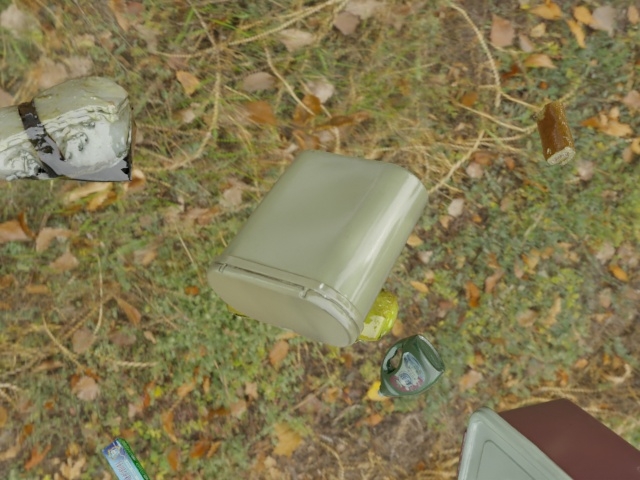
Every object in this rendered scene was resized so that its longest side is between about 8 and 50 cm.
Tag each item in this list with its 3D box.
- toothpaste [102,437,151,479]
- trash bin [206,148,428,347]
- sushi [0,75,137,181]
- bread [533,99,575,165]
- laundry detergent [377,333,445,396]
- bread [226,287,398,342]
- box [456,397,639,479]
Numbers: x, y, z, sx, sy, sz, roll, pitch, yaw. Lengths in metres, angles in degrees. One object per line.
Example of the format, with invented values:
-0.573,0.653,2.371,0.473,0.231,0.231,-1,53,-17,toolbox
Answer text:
-0.169,0.220,0.655,0.020,0.083,0.017,-39,159,-3,toothpaste
0.000,0.000,0.998,0.247,0.243,0.121,-57,142,-25,trash bin
-0.406,-0.163,1.035,0.273,0.134,0.109,-4,150,-13,sushi
0.314,-0.142,0.953,0.036,0.083,0.047,7,151,-18,bread
0.207,0.327,1.791,0.063,0.137,0.211,-21,161,-48,laundry detergent
-0.021,0.121,1.563,0.383,0.166,0.112,10,112,14,bread
0.327,0.341,0.921,0.167,0.294,0.193,-10,117,-26,box
